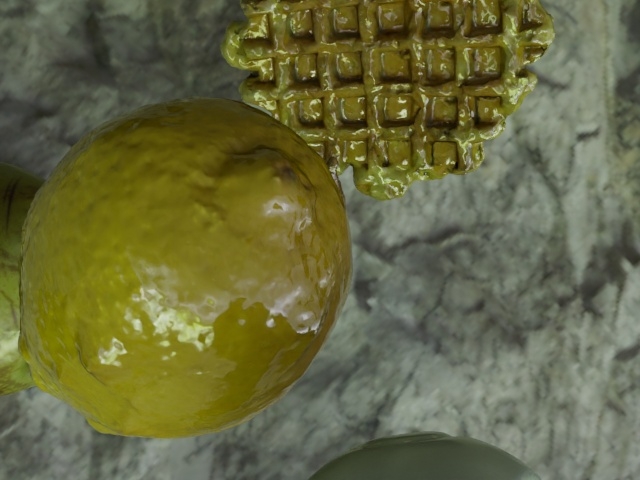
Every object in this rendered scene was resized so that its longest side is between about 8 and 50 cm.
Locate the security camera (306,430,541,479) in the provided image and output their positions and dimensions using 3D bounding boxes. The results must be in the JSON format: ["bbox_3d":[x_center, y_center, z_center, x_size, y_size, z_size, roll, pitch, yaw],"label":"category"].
[{"bbox_3d":[0.052,0.201,0.614,0.195,0.194,0.236,53,178,13],"label":"security camera"}]

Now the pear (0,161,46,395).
[{"bbox_3d":[-0.394,0.046,1.334,0.283,0.283,0.284,28,-144,-23],"label":"pear"}]

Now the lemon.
[{"bbox_3d":[-0.095,0.020,0.767,0.233,0.288,0.234,14,-120,-26],"label":"lemon"}]

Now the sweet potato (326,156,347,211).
[{"bbox_3d":[-0.003,-0.002,1.198,0.068,0.226,0.068,4,-146,-3],"label":"sweet potato"}]

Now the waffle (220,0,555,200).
[{"bbox_3d":[0.064,-0.189,1.125,0.302,0.325,0.068,40,-149,-5],"label":"waffle"}]
